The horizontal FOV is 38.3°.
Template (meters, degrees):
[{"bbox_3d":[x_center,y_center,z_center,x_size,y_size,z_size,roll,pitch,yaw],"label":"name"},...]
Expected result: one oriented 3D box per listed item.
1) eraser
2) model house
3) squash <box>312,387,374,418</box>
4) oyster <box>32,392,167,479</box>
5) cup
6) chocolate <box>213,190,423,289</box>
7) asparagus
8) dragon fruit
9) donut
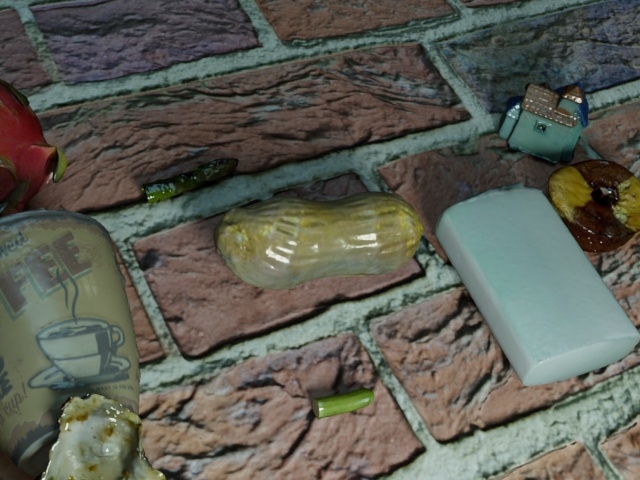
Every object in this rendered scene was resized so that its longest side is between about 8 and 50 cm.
[{"bbox_3d":[0.308,0.057,1.341,0.189,0.104,0.290,-8,53,-25],"label":"eraser"},{"bbox_3d":[0.396,-0.226,1.568,0.148,0.149,0.119,23,49,4],"label":"model house"},{"bbox_3d":[0.032,0.210,1.198,0.083,0.027,0.027,-8,53,-20],"label":"squash"},{"bbox_3d":[-0.201,0.297,0.964,0.166,0.294,0.094,-3,5,14],"label":"oyster"},{"bbox_3d":[-0.352,0.145,1.063,0.301,0.227,0.257,-27,61,3],"label":"cup"},{"bbox_3d":[0.000,0.000,1.305,0.309,0.134,0.134,-3,52,-21],"label":"chocolate"},{"bbox_3d":[-0.194,-0.095,1.399,0.165,0.030,0.036,-25,50,-29],"label":"asparagus"},{"bbox_3d":[-0.471,-0.118,1.236,0.224,0.224,0.227,-23,40,-29],"label":"dragon fruit"},{"bbox_3d":[0.442,-0.053,1.483,0.184,0.073,0.166,-31,62,-33],"label":"donut"}]
